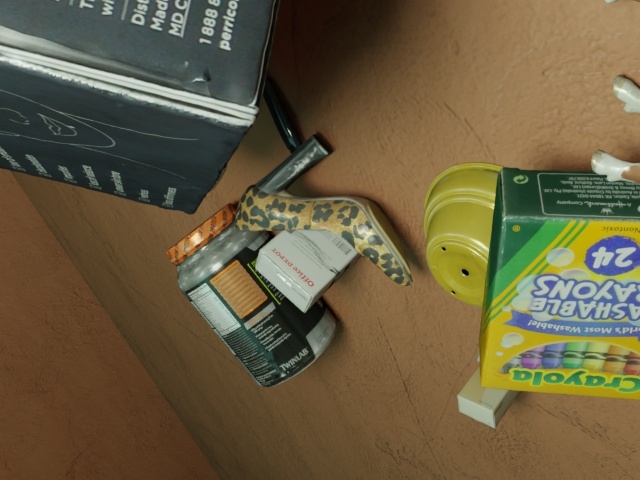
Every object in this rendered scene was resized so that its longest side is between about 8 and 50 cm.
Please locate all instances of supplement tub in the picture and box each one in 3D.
[{"bbox_3d":[-0.131,0.098,1.172,0.316,0.193,0.193,53,148,-9],"label":"supplement tub"}]

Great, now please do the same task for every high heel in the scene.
[{"bbox_3d":[0.000,0.000,0.922,0.186,0.093,0.261,-40,82,16],"label":"high heel"}]

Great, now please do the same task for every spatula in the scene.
[{"bbox_3d":[-0.100,-0.249,0.909,0.084,0.030,0.296,-12,116,51],"label":"spatula"}]

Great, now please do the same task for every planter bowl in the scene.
[{"bbox_3d":[0.202,0.018,0.790,0.217,0.090,0.217,30,144,24],"label":"planter bowl"}]

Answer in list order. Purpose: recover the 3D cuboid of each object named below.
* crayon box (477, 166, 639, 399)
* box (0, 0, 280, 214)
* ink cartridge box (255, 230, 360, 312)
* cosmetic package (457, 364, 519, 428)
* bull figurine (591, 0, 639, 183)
[{"bbox_3d":[0.285,0.075,0.682,0.203,0.083,0.323,2,134,10],"label":"crayon box"},{"bbox_3d":[-0.295,-0.236,0.553,0.472,0.297,0.480,11,173,-15],"label":"box"},{"bbox_3d":[-0.013,0.022,0.988,0.109,0.150,0.063,41,147,10],"label":"ink cartridge box"},{"bbox_3d":[0.254,0.209,0.911,0.060,0.115,0.041,17,137,38],"label":"cosmetic package"},{"bbox_3d":[0.297,-0.164,0.473,0.188,0.101,0.310,14,133,47],"label":"bull figurine"}]
